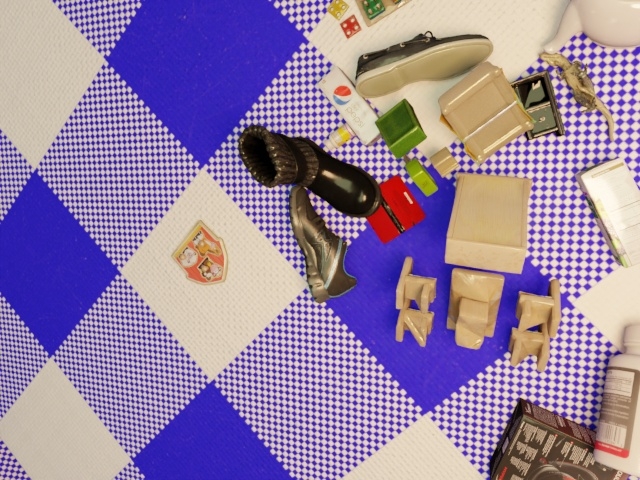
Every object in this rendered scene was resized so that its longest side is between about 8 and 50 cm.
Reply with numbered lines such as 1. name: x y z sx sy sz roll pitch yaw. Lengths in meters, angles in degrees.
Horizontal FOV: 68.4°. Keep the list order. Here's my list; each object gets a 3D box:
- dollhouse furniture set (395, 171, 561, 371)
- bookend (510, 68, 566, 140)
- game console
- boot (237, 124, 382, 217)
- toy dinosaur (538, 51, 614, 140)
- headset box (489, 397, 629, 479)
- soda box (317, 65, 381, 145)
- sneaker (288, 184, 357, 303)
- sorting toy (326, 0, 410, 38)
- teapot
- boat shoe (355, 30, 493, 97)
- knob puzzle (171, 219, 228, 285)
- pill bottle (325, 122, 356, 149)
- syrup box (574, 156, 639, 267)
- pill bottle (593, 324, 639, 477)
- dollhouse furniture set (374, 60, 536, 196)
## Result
1. dollhouse furniture set: 0.388 0.072 1.151 0.361 0.257 0.394 8 134 19
2. bookend: 0.485 -0.305 1.139 0.157 0.072 0.156 -15 93 21
3. game console: 0.195 -0.085 1.300 0.124 0.085 0.144 -32 86 -11
4. boot: -0.027 -0.168 1.212 0.348 0.260 0.131 34 108 21
5. toy dinosaur: 0.599 -0.340 1.070 0.064 0.118 0.268 -36 84 30
6. headset box: 0.611 0.574 1.193 0.293 0.110 0.218 22 103 15
7. soda box: 0.090 -0.360 1.270 0.074 0.069 0.216 -39 85 19
8. sneaker: 0.000 0.000 1.341 0.139 0.125 0.341 -17 94 0
9. sorting toy: 0.142 -0.650 1.225 0.274 0.046 0.132 -25 89 21
10. teapot: 0.661 -0.503 0.999 0.256 0.187 0.253 32 78 30
11. boat shoe: 0.248 -0.462 1.179 0.339 0.127 0.113 -15 67 20
12. knob puzzle: -0.377 0.062 1.509 0.213 0.030 0.213 3 98 18
13. pill bottle: 0.054 -0.287 1.305 0.083 0.043 0.043 -33 86 21
14. syrup box: 0.690 -0.067 1.088 0.096 0.093 0.237 -27 88 21
15. pill bottle: 0.731 0.361 1.047 0.176 0.176 0.319 14 77 17
16. dollhouse furniture set: 0.319 -0.283 1.141 0.301 0.151 0.197 -36 124 21
